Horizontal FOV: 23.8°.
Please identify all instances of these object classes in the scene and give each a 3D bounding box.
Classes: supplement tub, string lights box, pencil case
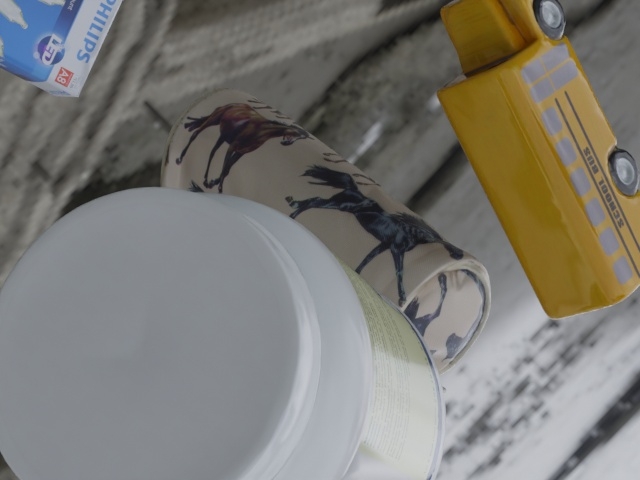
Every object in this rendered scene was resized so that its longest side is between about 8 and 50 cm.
[{"bbox_3d":[-0.059,0.103,1.010,0.235,0.235,0.325,-46,158,1],"label":"supplement tub"},{"bbox_3d":[-0.364,-0.274,1.677,0.077,0.259,0.133,10,-104,60],"label":"string lights box"},{"bbox_3d":[0.000,0.000,1.672,0.160,0.410,0.183,-25,139,-36],"label":"pencil case"}]

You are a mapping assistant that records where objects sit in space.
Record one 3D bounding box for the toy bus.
[{"bbox_3d":[0.222,-0.098,1.540,0.108,0.333,0.130,-18,-167,46],"label":"toy bus"}]
